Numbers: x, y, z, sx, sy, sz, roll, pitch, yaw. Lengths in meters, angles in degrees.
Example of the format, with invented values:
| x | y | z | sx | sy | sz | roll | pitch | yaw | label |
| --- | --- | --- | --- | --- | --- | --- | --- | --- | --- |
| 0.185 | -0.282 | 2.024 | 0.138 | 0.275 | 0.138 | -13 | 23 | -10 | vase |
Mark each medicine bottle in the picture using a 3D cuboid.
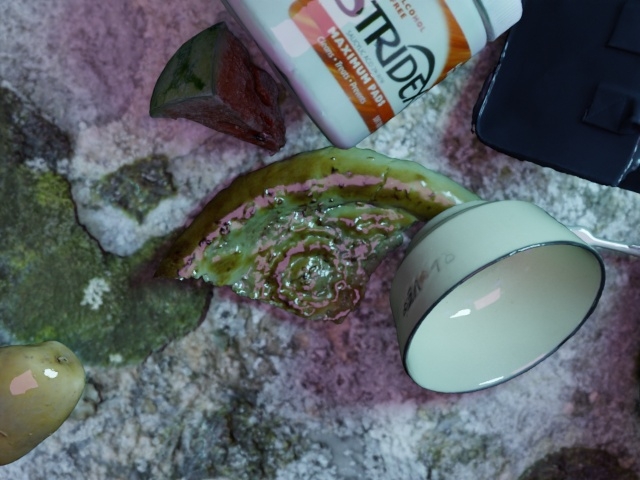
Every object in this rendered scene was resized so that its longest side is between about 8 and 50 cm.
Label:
| x | y | z | sx | sy | sz | roll | pitch | yaw | label |
| --- | --- | --- | --- | --- | --- | --- | --- | --- | --- |
| 0.040 | -0.257 | 1.492 | 0.241 | 0.252 | 0.252 | -38 | 94 | 1 | medicine bottle |

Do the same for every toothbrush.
| x | y | z | sx | sy | sz | roll | pitch | yaw | label |
| --- | --- | --- | --- | --- | --- | --- | --- | --- | --- |
| 0.432 | 0.027 | 1.628 | 0.386 | 0.040 | 0.040 | 12 | 94 | -2 | toothbrush |

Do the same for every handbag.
| x | y | z | sx | sy | sz | roll | pitch | yaw | label |
| --- | --- | --- | --- | --- | --- | --- | --- | --- | --- |
| 0.325 | -0.214 | 1.506 | 0.118 | 0.269 | 0.325 | 16 | 96 | -39 | handbag |

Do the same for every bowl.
| x | y | z | sx | sy | sz | roll | pitch | yaw | label |
| --- | --- | --- | --- | --- | --- | --- | --- | --- | --- |
| 0.172 | 0.043 | 1.550 | 0.238 | 0.238 | 0.126 | -30 | 56 | 1 | bowl |

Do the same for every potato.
| x | y | z | sx | sy | sz | roll | pitch | yaw | label |
| --- | --- | --- | --- | --- | --- | --- | --- | --- | --- |
| -0.340 | 0.176 | 1.587 | 0.178 | 0.118 | 0.109 | -39 | 59 | 14 | potato |

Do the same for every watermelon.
| x | y | z | sx | sy | sz | roll | pitch | yaw | label |
| --- | --- | --- | --- | --- | --- | --- | --- | --- | --- |
| -0.095 | -0.168 | 1.571 | 0.158 | 0.121 | 0.098 | 21 | 72 | -7 | watermelon |

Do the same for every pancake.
| x | y | z | sx | sy | sz | roll | pitch | yaw | label |
| --- | --- | --- | --- | --- | --- | --- | --- | --- | --- |
| 0.000 | -0.001 | 1.609 | 0.377 | 0.054 | 0.197 | -16 | 95 | 1 | pancake |
